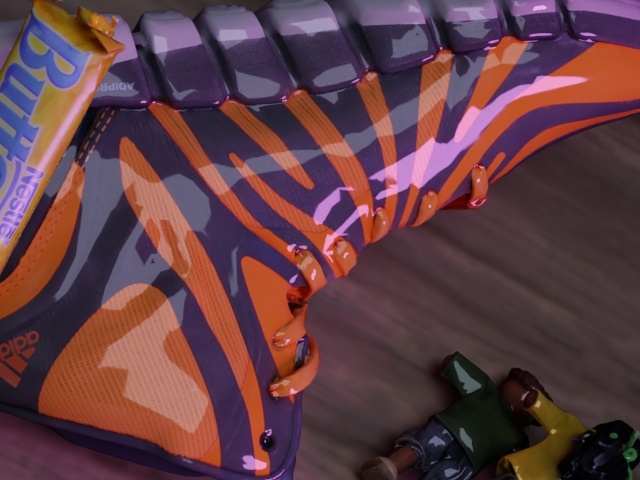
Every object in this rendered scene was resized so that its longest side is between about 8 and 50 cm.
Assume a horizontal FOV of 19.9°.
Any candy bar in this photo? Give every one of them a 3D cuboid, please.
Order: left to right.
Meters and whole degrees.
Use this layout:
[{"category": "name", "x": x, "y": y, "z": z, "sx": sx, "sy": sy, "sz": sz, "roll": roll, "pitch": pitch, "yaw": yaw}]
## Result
[{"category": "candy bar", "x": -0.116, "y": -0.009, "z": 0.614, "sx": 0.040, "sy": 0.018, "sz": 0.161, "roll": 29, "pitch": 93, "yaw": 6}]

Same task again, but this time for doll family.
[{"category": "doll family", "x": 0.108, "y": 0.131, "z": 0.745, "sx": 0.111, "sy": 0.076, "sz": 0.193, "roll": -30, "pitch": 96, "yaw": -33}]

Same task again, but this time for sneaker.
[{"category": "sneaker", "x": 0.000, "y": 0.000, "z": 0.708, "sx": 0.321, "sy": 0.124, "sz": 0.180, "roll": -9, "pitch": 85, "yaw": -16}]
